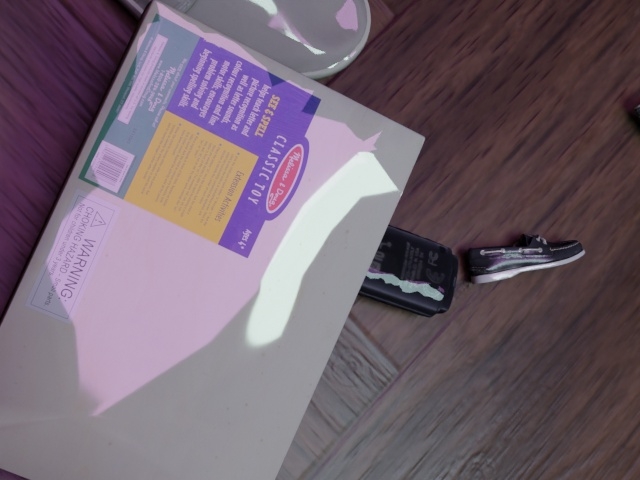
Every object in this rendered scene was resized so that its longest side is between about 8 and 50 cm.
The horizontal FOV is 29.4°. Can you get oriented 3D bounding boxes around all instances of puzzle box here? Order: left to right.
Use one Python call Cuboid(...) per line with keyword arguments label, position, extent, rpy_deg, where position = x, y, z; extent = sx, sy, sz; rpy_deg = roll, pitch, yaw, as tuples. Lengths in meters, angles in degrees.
Cuboid(label="puzzle box", position=(-0.109, 0.036, 1.049), extent=(0.272, 0.052, 0.409), rpy_deg=(26, 86, -15))

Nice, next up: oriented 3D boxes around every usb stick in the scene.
Cuboid(label="usb stick", position=(0.000, 0.000, 1.136), extent=(0.278, 0.045, 0.077), rpy_deg=(19, 70, -17))

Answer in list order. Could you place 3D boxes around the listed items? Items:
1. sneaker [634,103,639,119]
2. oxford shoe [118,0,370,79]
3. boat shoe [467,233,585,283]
Cuboid(label="sneaker", position=(0.429, -0.190, 1.303), extent=(0.095, 0.090, 0.235), rpy_deg=(39, 69, 1))
Cuboid(label="oxford shoe", position=(-0.140, -0.294, 1.077), extent=(0.449, 0.130, 0.169), rpy_deg=(35, 71, -15))
Cuboid(label="boat shoe", position=(0.204, 0.012, 1.212), extent=(0.125, 0.046, 0.038), rpy_deg=(-13, 93, -13))
